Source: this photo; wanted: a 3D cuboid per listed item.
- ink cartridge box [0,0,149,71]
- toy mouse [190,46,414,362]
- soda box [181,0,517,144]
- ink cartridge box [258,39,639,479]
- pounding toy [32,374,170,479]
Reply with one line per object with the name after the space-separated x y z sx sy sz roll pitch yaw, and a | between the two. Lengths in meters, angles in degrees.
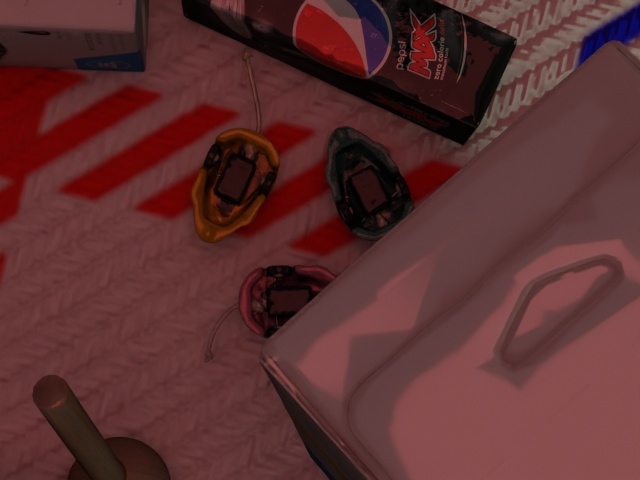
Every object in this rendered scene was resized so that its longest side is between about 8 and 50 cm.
-0.179 -0.126 0.989 0.180 0.104 0.060 2 84 -2 | ink cartridge box
0.000 0.000 1.016 0.143 0.031 0.161 20 83 1 | toy mouse
0.013 -0.111 1.017 0.169 0.060 0.053 24 83 1 | soda box
0.117 0.080 0.877 0.198 0.270 0.197 -41 76 -6 | ink cartridge box
-0.199 0.154 0.938 0.110 0.183 0.237 38 82 29 | pounding toy
